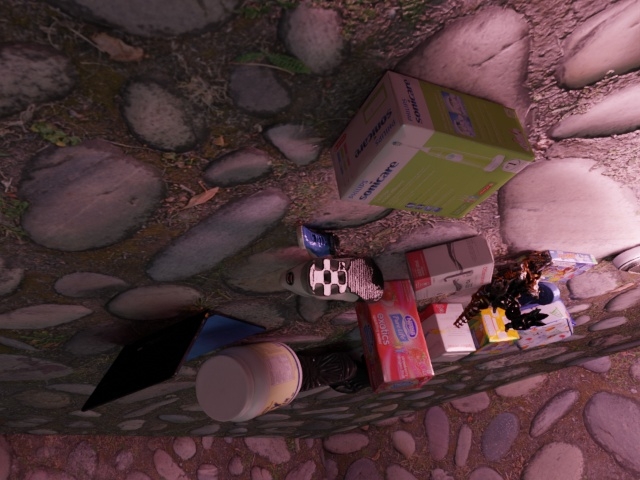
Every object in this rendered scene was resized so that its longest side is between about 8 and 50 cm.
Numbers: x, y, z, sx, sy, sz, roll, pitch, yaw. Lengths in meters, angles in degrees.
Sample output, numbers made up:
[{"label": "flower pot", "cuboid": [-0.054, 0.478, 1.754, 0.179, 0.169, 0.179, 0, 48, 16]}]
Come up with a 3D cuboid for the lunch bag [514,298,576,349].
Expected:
[{"label": "lunch bag", "cuboid": [0.857, 0.327, 2.003, 0.243, 0.114, 0.303, -23, 148, 18]}]

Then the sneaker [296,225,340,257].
[{"label": "sneaker", "cuboid": [0.000, -0.001, 1.193, 0.085, 0.058, 0.152, -10, 156, 12]}]

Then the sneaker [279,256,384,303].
[{"label": "sneaker", "cuboid": [0.034, 0.102, 1.357, 0.146, 0.122, 0.331, -8, 164, 43]}]

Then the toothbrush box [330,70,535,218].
[{"label": "toothbrush box", "cuboid": [0.193, -0.154, 0.916, 0.284, 0.122, 0.206, 5, 148, -27]}]

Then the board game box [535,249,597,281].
[{"label": "board game box", "cuboid": [0.737, 0.083, 1.603, 0.201, 0.035, 0.136, 6, 148, -26]}]

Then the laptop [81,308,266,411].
[{"label": "laptop", "cuboid": [-0.432, 0.387, 1.590, 0.382, 0.407, 0.236, -26, 114, 25]}]

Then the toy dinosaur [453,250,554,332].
[{"label": "toy dinosaur", "cuboid": [0.538, 0.158, 1.485, 0.165, 0.218, 0.321, 30, 104, -12]}]

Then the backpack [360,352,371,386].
[{"label": "backpack", "cuboid": [0.269, 0.501, 2.081, 0.174, 0.158, 0.116, -11, 153, -13]}]

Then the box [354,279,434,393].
[{"label": "box", "cuboid": [0.210, 0.281, 1.518, 0.154, 0.299, 0.142, -3, 151, -11]}]

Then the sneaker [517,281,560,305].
[{"label": "sneaker", "cuboid": [0.728, 0.167, 1.678, 0.091, 0.081, 0.232, -16, 173, -7]}]

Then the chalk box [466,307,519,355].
[{"label": "chalk box", "cuboid": [0.628, 0.357, 1.962, 0.132, 0.132, 0.213, -1, 149, -16]}]

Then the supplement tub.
[{"label": "supplement tub", "cuboid": [-0.230, 0.461, 1.701, 0.236, 0.235, 0.325, -23, 165, 23]}]

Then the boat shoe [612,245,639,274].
[{"label": "boat shoe", "cuboid": [1.089, 0.079, 1.619, 0.336, 0.119, 0.121, -3, 150, -13]}]

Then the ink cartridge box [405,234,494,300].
[{"label": "ink cartridge box", "cuboid": [0.355, 0.078, 1.417, 0.218, 0.092, 0.158, -16, 151, 6]}]

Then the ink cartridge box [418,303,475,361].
[{"label": "ink cartridge box", "cuboid": [0.431, 0.323, 1.791, 0.128, 0.176, 0.127, 4, 148, -23]}]

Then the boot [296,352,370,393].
[{"label": "boot", "cuboid": [0.016, 0.570, 2.169, 0.368, 0.146, 0.445, -7, 162, 15]}]

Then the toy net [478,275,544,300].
[{"label": "toy net", "cuboid": [0.620, 0.158, 1.642, 0.122, 0.045, 0.232, 12, 159, -30]}]
